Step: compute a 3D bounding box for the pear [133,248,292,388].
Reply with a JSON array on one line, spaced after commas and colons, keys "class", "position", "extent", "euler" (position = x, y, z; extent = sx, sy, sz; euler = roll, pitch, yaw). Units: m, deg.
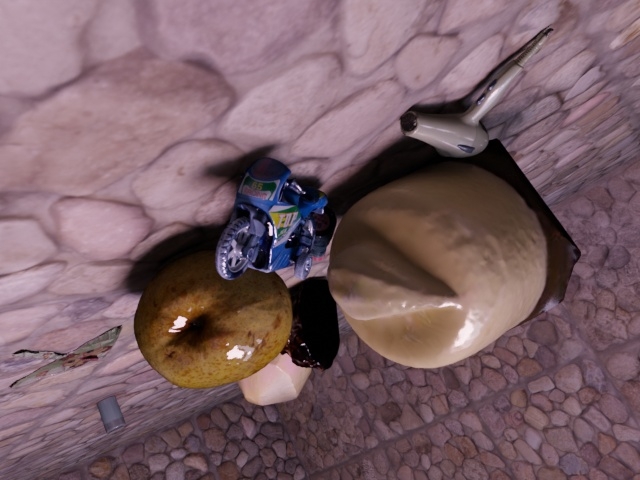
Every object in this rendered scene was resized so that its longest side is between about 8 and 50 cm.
[{"class": "pear", "position": [-0.154, 0.108, 0.697], "extent": [0.228, 0.189, 0.211], "euler": [-15, 169, 2]}]

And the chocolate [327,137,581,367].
[{"class": "chocolate", "position": [0.179, 0.037, 0.765], "extent": [0.326, 0.314, 0.297], "euler": [-37, 170, 33]}]

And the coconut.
[{"class": "coconut", "position": [-0.157, 0.395, 1.546], "extent": [0.259, 0.260, 0.259], "euler": [-26, 164, -8]}]

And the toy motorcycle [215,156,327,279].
[{"class": "toy motorcycle", "position": [-0.050, -0.027, 0.609], "extent": [0.254, 0.092, 0.136], "euler": [-6, 110, -70]}]

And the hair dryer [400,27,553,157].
[{"class": "hair dryer", "position": [0.195, -0.186, 0.646], "extent": [0.167, 0.068, 0.199], "euler": [-12, 147, -31]}]

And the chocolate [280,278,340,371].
[{"class": "chocolate", "position": [-0.073, 0.222, 1.258], "extent": [0.176, 0.225, 0.206], "euler": [-10, 173, 25]}]

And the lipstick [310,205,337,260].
[{"class": "lipstick", "position": [0.000, 0.000, 0.882], "extent": [0.053, 0.054, 0.234], "euler": [-26, 166, -7]}]

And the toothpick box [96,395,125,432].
[{"class": "toothpick box", "position": [-0.567, 0.471, 1.341], "extent": [0.052, 0.083, 0.052], "euler": [-26, 164, -8]}]

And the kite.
[{"class": "kite", "position": [-0.440, 0.202, 0.849], "extent": [0.229, 0.012, 0.250], "euler": [-29, 163, -1]}]
